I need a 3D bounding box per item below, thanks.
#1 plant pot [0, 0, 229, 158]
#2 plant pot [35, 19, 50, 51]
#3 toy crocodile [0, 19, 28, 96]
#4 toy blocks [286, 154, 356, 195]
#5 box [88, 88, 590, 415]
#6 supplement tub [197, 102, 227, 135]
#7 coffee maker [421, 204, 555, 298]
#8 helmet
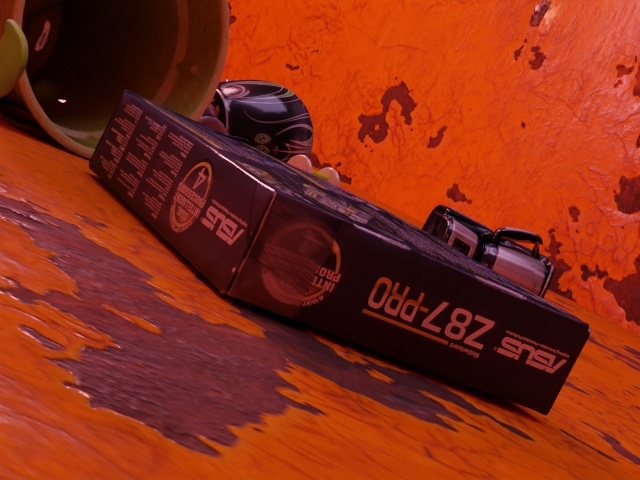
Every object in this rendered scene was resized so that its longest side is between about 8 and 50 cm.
[{"bbox_3d":[-0.285,-0.237,1.472,0.254,0.276,0.276,14,-4,42],"label":"plant pot"},{"bbox_3d":[-0.358,-0.281,1.761,0.191,0.191,0.174,24,8,-25],"label":"plant pot"},{"bbox_3d":[-0.401,-0.194,1.098,0.340,0.105,0.115,27,5,4],"label":"toy crocodile"},{"bbox_3d":[-0.007,-0.059,1.787,0.123,0.054,0.148,-12,-24,42],"label":"toy blocks"},{"bbox_3d":[0.000,0.000,1.184,0.318,0.097,0.395,25,5,-30],"label":"box"},{"bbox_3d":[-0.198,-0.150,1.678,0.106,0.106,0.198,21,7,-44],"label":"supplement tub"},{"bbox_3d":[0.221,0.036,1.952,0.178,0.120,0.171,26,-18,-11],"label":"coffee maker"},{"bbox_3d":[-0.088,-0.146,1.880,0.161,0.169,0.169,4,16,-30],"label":"helmet"}]
